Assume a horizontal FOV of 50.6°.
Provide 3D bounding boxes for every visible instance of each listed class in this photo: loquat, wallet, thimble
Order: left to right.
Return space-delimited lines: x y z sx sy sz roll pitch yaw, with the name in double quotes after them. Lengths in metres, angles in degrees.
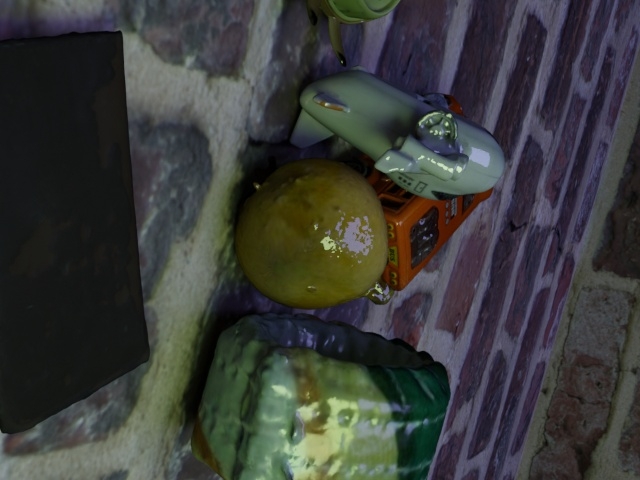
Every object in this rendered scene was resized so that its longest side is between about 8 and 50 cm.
-0.211 -0.003 0.537 0.165 0.042 0.310 -29 129 -50 "wallet"
0.000 0.000 0.735 0.172 0.204 0.149 -50 -171 29 "loquat"
0.001 0.184 0.746 0.288 0.254 0.167 9 96 -60 "thimble"

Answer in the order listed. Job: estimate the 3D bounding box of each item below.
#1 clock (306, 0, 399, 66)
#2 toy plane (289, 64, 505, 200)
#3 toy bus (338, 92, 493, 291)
0.044 -0.313 0.742 0.232 0.069 0.170 -65 152 -8 "clock"
0.090 -0.116 0.766 0.244 0.244 0.117 -6 126 -56 "toy plane"
0.135 -0.077 0.923 0.329 0.153 0.143 -42 137 -40 "toy bus"
